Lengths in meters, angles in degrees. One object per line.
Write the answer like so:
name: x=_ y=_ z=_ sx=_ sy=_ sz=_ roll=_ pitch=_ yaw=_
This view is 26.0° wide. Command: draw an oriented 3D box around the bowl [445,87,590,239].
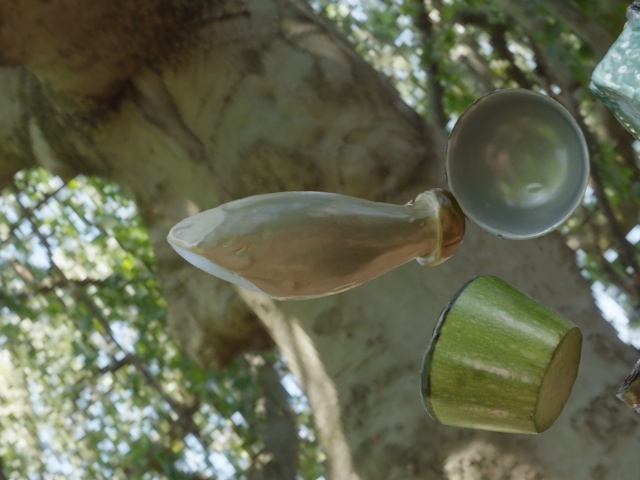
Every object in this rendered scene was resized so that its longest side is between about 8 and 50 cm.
bowl: x=0.257 y=-0.097 z=1.729 sx=0.189 sy=0.189 sz=0.086 roll=-57 pitch=-20 yaw=22

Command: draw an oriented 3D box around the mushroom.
mushroom: x=0.000 y=0.000 z=1.594 sx=0.350 sy=0.128 sz=0.128 roll=-7 pitch=-43 yaw=-18

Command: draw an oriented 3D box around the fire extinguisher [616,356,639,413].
fire extinguisher: x=0.486 y=0.223 z=1.472 sx=0.102 sy=0.344 sz=0.138 roll=-56 pitch=-9 yaw=14

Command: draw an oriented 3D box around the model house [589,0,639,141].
model house: x=0.467 y=-0.187 z=1.448 sx=0.248 sy=0.280 sz=0.230 roll=-54 pitch=-45 yaw=1

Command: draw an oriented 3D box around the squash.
squash: x=0.195 y=0.129 z=1.447 sx=0.170 sy=0.123 sz=0.170 roll=-39 pitch=-41 yaw=-46
